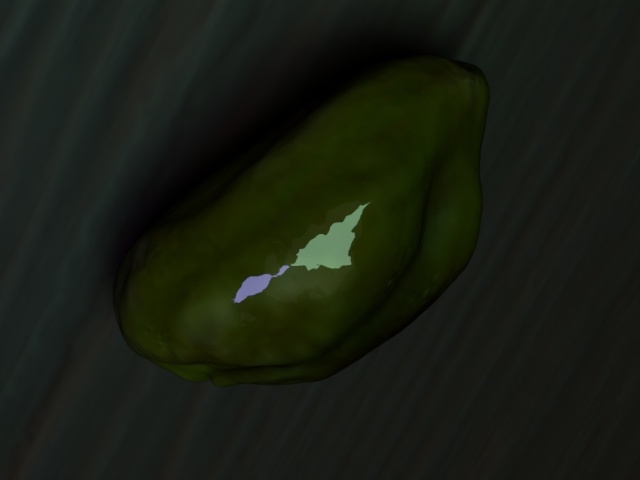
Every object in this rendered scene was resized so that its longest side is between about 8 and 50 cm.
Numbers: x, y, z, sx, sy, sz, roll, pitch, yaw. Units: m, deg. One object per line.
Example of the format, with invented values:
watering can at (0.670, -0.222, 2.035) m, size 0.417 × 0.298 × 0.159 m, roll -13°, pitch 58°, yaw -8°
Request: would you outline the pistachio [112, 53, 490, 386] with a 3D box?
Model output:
pistachio at (0.001, -0.001, 0.766) m, size 0.189 × 0.110 × 0.100 m, roll -35°, pitch 85°, yaw 1°
